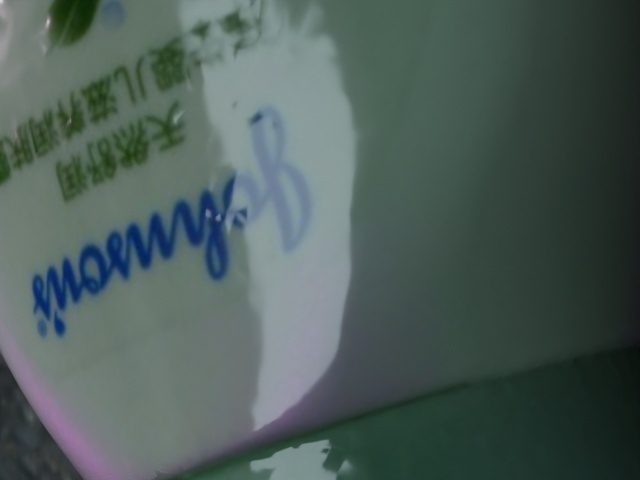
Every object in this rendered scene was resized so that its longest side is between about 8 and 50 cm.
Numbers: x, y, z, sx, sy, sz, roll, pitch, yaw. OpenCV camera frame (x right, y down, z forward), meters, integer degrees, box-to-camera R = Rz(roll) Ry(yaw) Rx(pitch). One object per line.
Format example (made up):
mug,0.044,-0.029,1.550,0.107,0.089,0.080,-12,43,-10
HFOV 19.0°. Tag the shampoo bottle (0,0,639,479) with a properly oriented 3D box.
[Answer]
shampoo bottle,0.000,0.000,0.507,0.221,0.151,0.350,-23,80,32
